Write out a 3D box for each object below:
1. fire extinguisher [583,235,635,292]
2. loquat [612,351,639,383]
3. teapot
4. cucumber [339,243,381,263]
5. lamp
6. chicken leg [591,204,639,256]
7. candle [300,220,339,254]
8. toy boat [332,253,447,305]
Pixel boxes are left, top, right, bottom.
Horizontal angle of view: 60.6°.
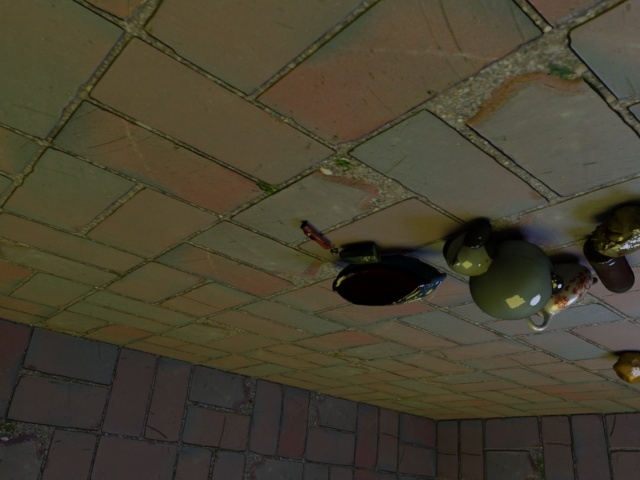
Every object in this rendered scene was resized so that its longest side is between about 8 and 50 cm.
[{"bbox_3d":[0.665,0.063,1.265,0.089,0.072,0.267,20,171,43],"label":"fire extinguisher"},{"bbox_3d":[1.128,0.457,1.979,0.137,0.113,0.137,-19,158,-8],"label":"loquat"},{"bbox_3d":[0.564,0.125,1.310,0.116,0.245,0.159,53,159,-4],"label":"teapot"},{"bbox_3d":[0.092,0.035,1.337,0.105,0.048,0.048,-6,153,23],"label":"cucumber"},{"bbox_3d":[0.398,0.070,1.222,0.243,0.198,0.198,35,149,-7],"label":"lamp"},{"bbox_3d":[0.634,-0.028,1.051,0.103,0.088,0.227,40,142,-27],"label":"chicken leg"},{"bbox_3d":[-0.001,0.001,1.311,0.021,0.026,0.167,-4,154,29],"label":"candle"},{"bbox_3d":[0.167,0.100,1.393,0.309,0.129,0.142,-6,-173,30],"label":"toy boat"}]
